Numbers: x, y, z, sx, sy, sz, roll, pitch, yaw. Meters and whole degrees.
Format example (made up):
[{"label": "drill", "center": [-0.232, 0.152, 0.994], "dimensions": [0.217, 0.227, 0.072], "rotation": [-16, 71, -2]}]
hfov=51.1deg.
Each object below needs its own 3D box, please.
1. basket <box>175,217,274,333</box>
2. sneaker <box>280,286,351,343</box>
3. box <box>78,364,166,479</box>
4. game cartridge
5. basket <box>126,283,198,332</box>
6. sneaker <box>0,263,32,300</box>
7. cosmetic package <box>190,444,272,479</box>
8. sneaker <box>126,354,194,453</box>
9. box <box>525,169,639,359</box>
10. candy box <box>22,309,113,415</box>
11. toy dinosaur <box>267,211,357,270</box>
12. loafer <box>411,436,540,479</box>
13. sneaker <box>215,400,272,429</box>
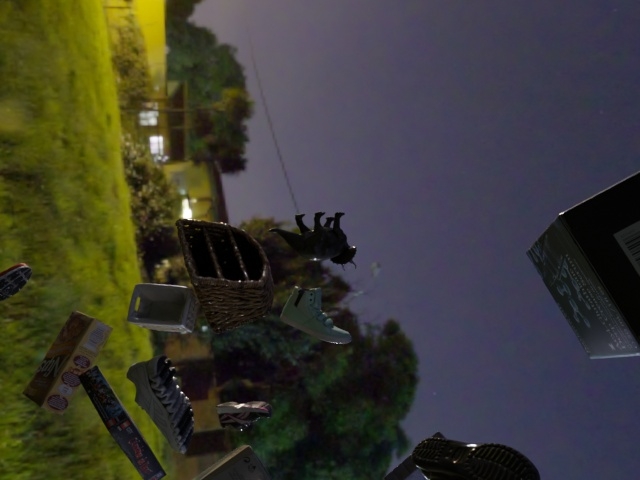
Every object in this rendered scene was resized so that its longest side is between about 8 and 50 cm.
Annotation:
[{"label": "basket", "center": [-0.254, 0.065, 1.862], "dimensions": [0.299, 0.213, 0.223], "rotation": [-117, -170, -51]}, {"label": "sneaker", "center": [0.003, 0.245, 2.262], "dimensions": [0.094, 0.256, 0.151], "rotation": [-9, 121, -79]}, {"label": "box", "center": [-0.400, 0.378, 1.357], "dimensions": [0.159, 0.044, 0.233], "rotation": [41, -26, 40]}, {"label": "game cartridge", "center": [0.324, 0.713, 2.131], "dimensions": [0.068, 0.230, 0.355], "rotation": [54, 0, 28]}, {"label": "basket", "center": [-0.431, 0.191, 1.856], "dimensions": [0.103, 0.167, 0.113], "rotation": [66, 30, -64]}, {"label": "sneaker", "center": [-1.068, 0.139, 2.135], "dimensions": [0.118, 0.279, 0.107], "rotation": [49, -22, 25]}, {"label": "cosmetic package", "center": [-0.234, 0.500, 1.194], "dimensions": [0.113, 0.309, 0.160], "rotation": [57, -20, 8]}, {"label": "sneaker", "center": [-0.427, 0.444, 1.805], "dimensions": [0.110, 0.118, 0.292], "rotation": [-63, 139, -67]}, {"label": "box", "center": [0.613, 0.064, 1.368], "dimensions": [0.293, 0.212, 0.395], "rotation": [62, 2, 14]}, {"label": "candy box", "center": [-0.831, 0.396, 2.203], "dimensions": [0.183, 0.087, 0.316], "rotation": [5, -118, 49]}, {"label": "toy dinosaur", "center": [0.000, 0.000, 1.992], "dimensions": [0.121, 0.314, 0.160], "rotation": [-15, -105, 52]}, {"label": "loafer", "center": [0.411, 0.607, 1.742], "dimensions": [0.366, 0.134, 0.130], "rotation": [0, -56, 49]}, {"label": "sneaker", "center": [-0.219, 0.516, 1.959], "dimensions": [0.072, 0.178, 0.077], "rotation": [-5, 90, -65]}]
